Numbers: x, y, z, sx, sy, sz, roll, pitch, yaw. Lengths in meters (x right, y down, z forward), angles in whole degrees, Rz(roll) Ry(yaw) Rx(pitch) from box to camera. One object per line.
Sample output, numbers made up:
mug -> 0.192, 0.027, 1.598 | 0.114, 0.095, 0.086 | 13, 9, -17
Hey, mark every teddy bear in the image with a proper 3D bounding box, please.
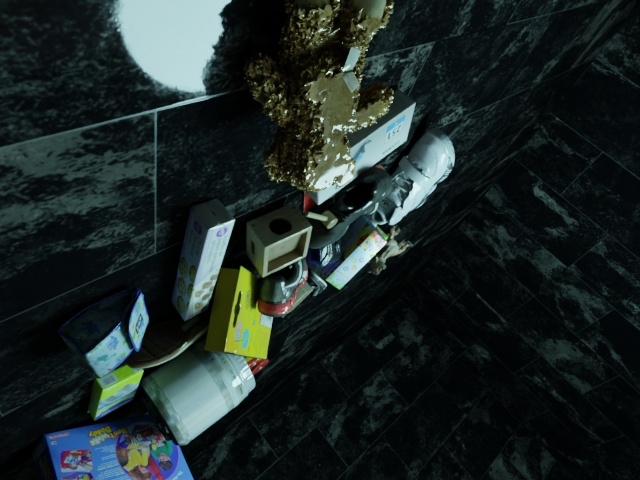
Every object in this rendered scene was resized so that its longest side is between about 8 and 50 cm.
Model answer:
teddy bear -> 0.000, -0.242, 0.696 | 0.245, 0.113, 0.337 | -27, 138, -17

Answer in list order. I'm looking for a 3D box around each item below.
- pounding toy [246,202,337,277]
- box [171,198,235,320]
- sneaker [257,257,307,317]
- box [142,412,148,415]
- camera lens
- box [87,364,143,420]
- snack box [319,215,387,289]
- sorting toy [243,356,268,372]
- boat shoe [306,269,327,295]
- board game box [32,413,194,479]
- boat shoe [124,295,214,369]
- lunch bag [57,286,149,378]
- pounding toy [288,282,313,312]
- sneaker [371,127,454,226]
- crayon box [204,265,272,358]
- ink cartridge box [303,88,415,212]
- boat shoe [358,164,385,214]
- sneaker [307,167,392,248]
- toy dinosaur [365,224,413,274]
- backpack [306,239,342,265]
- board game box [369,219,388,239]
pounding toy -> -0.068, -0.035, 1.065 | 0.206, 0.094, 0.181 | -26, 152, -25
box -> -0.253, 0.051, 0.943 | 0.063, 0.067, 0.324 | -26, 156, -40
sneaker -> -0.092, 0.079, 1.196 | 0.276, 0.098, 0.135 | -64, 160, -61
box -> -0.547, 0.649, 1.551 | 0.311, 0.121, 0.148 | -24, 153, -44
camera lens -> -0.356, 0.426, 1.300 | 0.274, 0.219, 0.219 | -32, 158, -30
box -> -0.527, 0.387, 1.153 | 0.109, 0.042, 0.178 | -21, 151, -47
snack box -> 0.084, 0.021, 1.388 | 0.207, 0.174, 0.070 | -45, 120, 10
sorting toy -> -0.316, 0.493, 1.727 | 0.255, 0.089, 0.257 | -41, 161, -6
boat shoe -> -0.023, 0.161, 1.625 | 0.065, 0.075, 0.206 | -43, 166, -9
board game box -> -0.536, 0.600, 1.194 | 0.078, 0.233, 0.347 | -50, 148, 18
boat shoe -> -0.352, 0.236, 1.102 | 0.258, 0.095, 0.095 | -29, 163, -35
lunch bag -> -0.401, 0.173, 0.876 | 0.151, 0.096, 0.128 | -47, 164, -35
pounding toy -> -0.101, 0.160, 1.464 | 0.130, 0.100, 0.141 | -45, 172, 7
sneaker -> 0.264, -0.170, 1.380 | 0.210, 0.137, 0.365 | -37, 164, -26
crayon box -> -0.202, 0.190, 1.153 | 0.318, 0.081, 0.202 | 64, 32, -70
ink cartridge box -> 0.086, -0.190, 1.098 | 0.296, 0.066, 0.261 | -37, 160, -16
boat shoe -> 0.126, -0.134, 1.282 | 0.069, 0.081, 0.227 | -23, 160, -16
sneaker -> 0.049, -0.078, 1.143 | 0.286, 0.109, 0.130 | -44, 175, 23
toy dinosaur -> 0.263, 0.034, 1.867 | 0.200, 0.127, 0.296 | -39, 175, 12
backpack -> 0.000, 0.000, 1.289 | 0.098, 0.101, 0.120 | -25, 122, -49
board game box -> 0.143, 0.002, 1.584 | 0.181, 0.092, 0.043 | -28, 156, -37
